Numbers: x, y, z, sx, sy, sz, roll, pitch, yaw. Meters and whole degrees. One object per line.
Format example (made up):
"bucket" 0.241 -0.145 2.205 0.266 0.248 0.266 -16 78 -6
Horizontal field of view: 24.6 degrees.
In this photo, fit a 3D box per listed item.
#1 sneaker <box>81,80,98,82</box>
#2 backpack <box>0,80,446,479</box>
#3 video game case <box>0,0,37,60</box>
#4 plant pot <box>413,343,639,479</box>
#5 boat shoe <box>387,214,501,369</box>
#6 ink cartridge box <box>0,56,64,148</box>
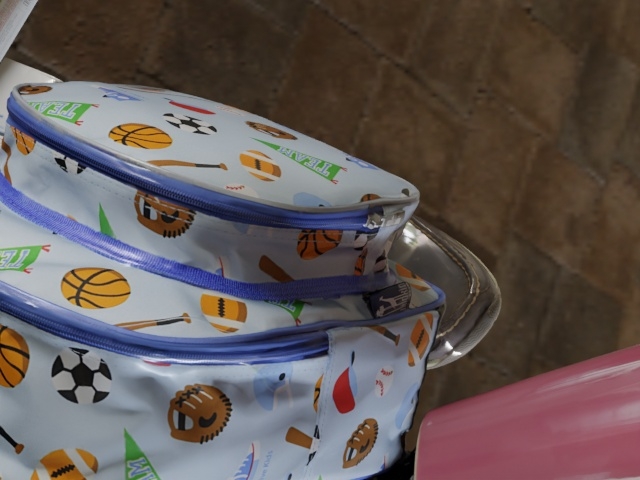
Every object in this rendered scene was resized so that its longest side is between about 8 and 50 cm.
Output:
"sneaker" -0.163 -0.049 1.275 0.087 0.130 0.227 -51 160 -22
"backpack" -0.087 0.036 0.741 0.263 0.277 0.213 -20 122 -54
"video game case" -0.371 -0.257 1.587 0.227 0.026 0.206 -59 170 -1
"plant pot" 0.146 0.135 0.698 0.201 0.180 0.201 -7 90 -74
"boat shoe" 0.000 0.000 1.265 0.132 0.355 0.130 -56 136 -7
"ink cartridge box" -0.330 -0.081 1.592 0.190 0.082 0.139 -63 157 -9
